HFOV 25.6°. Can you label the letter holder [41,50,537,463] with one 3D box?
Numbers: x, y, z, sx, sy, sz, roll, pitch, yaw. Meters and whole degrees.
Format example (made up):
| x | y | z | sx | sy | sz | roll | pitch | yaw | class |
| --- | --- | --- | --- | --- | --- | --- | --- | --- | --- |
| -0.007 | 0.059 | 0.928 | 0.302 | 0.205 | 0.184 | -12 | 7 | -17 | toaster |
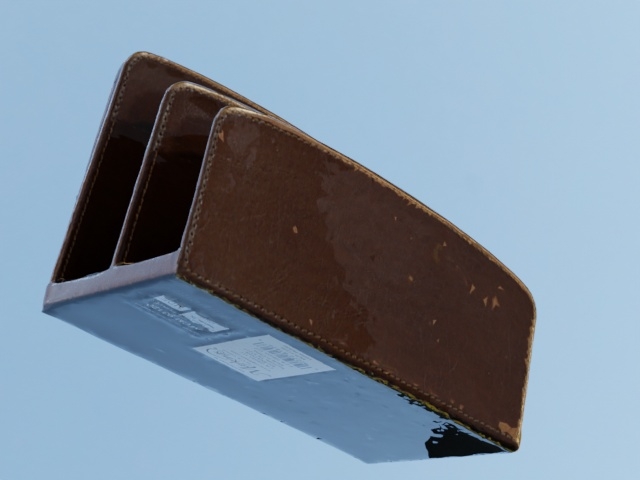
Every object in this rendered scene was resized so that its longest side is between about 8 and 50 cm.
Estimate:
| x | y | z | sx | sy | sz | roll | pitch | yaw | class |
| --- | --- | --- | --- | --- | --- | --- | --- | --- | --- |
| 0.000 | 0.000 | 0.963 | 0.302 | 0.152 | 0.214 | 30 | -119 | -34 | letter holder |
